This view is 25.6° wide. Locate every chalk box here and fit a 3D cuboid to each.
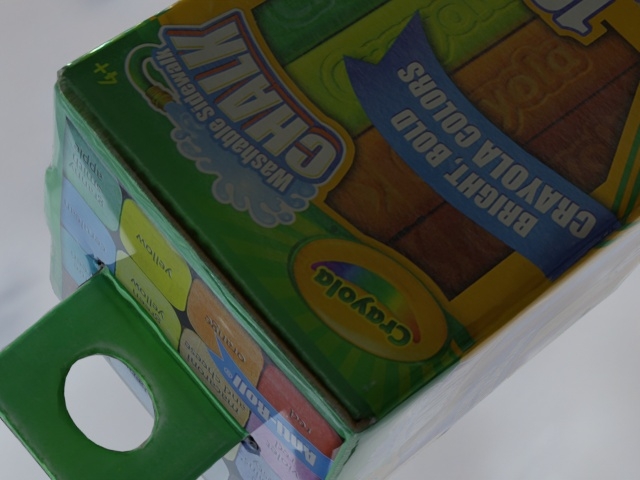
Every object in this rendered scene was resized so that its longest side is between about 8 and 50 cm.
[{"bbox_3d":[0.000,0.000,0.433,0.213,0.132,0.132,-36,-105,-25],"label":"chalk box"}]
